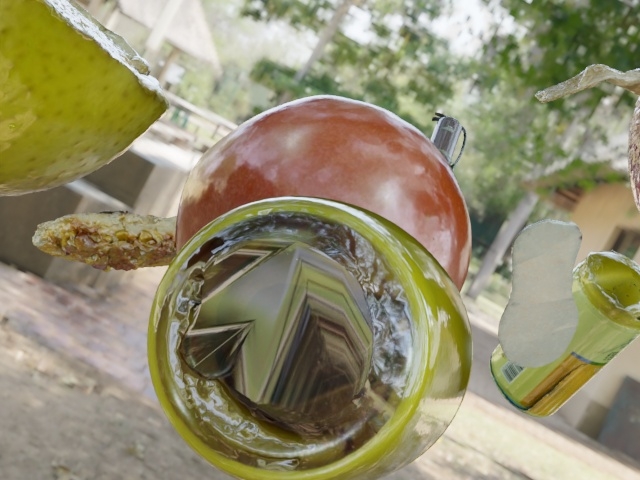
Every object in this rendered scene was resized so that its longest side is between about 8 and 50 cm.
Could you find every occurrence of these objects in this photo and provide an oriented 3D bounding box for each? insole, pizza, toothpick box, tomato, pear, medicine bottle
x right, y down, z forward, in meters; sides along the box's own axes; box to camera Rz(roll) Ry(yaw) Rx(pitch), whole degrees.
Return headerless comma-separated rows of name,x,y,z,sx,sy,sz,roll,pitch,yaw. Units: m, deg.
insole,0.170,0.046,0.852,0.197,0.065,0.004,78,1,-51
pizza,-0.264,0.009,1.491,0.246,0.058,0.127,6,-29,-21
toothpick box,-0.001,0.061,0.638,0.175,0.175,0.271,30,-2,11
tomato,0.000,0.000,0.955,0.256,0.255,0.224,30,44,25
pear,-0.296,-0.157,0.713,0.386,0.191,0.340,41,1,-30
medicine bottle,0.327,0.116,1.397,0.124,0.239,0.124,22,40,-20

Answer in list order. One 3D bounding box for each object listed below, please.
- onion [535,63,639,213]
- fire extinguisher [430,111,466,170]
onion,0.480,-0.143,1.219,0.345,0.358,0.358,29,2,-34
fire extinguisher,0.193,-0.152,1.708,0.064,0.043,0.158,18,39,6
